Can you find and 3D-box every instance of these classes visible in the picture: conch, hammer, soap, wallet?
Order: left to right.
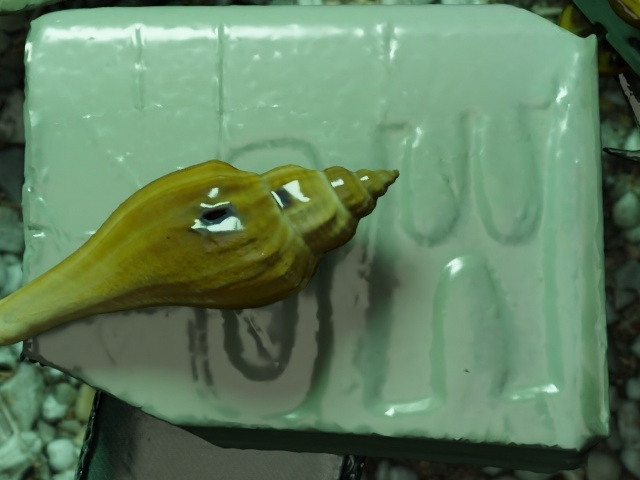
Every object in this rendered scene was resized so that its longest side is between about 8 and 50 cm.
[{"bbox_3d":[-0.104,0.007,1.081,0.330,0.093,0.109,-17,81,1],"label":"conch"},{"bbox_3d":[-0.075,0.154,1.355,0.237,0.075,0.342,13,86,2],"label":"wallet"},{"bbox_3d":[0.000,0.000,1.230,0.435,0.213,0.350,2,86,3],"label":"soap"},{"bbox_3d":[0.240,-0.156,1.340,0.078,0.021,0.201,-26,89,8],"label":"hammer"}]

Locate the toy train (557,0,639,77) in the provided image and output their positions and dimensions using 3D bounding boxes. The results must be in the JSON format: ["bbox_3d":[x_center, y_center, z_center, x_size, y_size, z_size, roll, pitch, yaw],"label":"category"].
[{"bbox_3d":[0.236,-0.293,1.258,0.232,0.163,0.369,-40,88,-10],"label":"toy train"}]

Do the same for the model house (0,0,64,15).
[{"bbox_3d":[-0.238,-0.321,1.286,0.297,0.282,0.317,-1,98,-37],"label":"model house"}]
